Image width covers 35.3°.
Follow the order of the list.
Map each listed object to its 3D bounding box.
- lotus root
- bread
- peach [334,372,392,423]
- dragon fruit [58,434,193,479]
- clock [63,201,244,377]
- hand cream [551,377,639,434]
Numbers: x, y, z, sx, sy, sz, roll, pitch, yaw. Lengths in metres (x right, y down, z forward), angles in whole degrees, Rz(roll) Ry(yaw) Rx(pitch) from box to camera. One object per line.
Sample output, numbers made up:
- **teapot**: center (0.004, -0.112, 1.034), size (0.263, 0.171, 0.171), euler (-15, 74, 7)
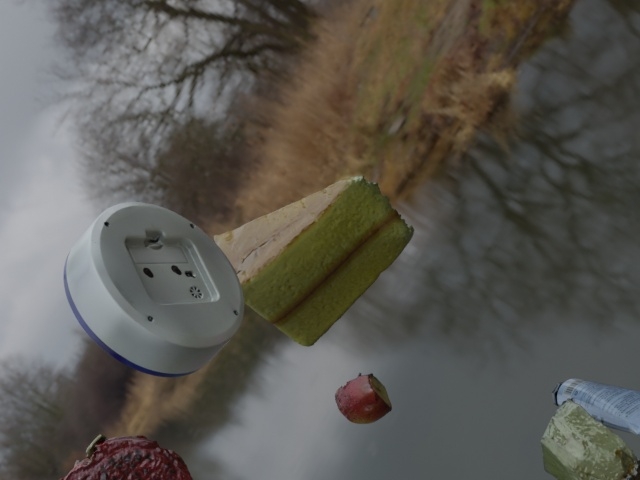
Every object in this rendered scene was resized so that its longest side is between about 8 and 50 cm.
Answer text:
- **lotus root**: center (0.357, 0.300, 1.333), size (0.070, 0.143, 0.144), euler (-35, 40, -20)
- **bread**: center (0.000, 0.000, 2.033), size (0.361, 0.233, 0.245), euler (-42, 32, 13)
- **peach**: center (0.059, 0.196, 1.236), size (0.083, 0.077, 0.050), euler (-54, 45, 46)
- **dragon fruit**: center (-0.344, 0.453, 1.824), size (0.152, 0.316, 0.205), euler (139, 139, -83)
- **clock**: center (-0.208, 0.058, 1.284), size (0.083, 0.230, 0.230), euler (-46, 12, 29)
- **hand cream**: center (0.410, 0.234, 1.416), size (0.091, 0.058, 0.271), euler (-25, 5, -16)
